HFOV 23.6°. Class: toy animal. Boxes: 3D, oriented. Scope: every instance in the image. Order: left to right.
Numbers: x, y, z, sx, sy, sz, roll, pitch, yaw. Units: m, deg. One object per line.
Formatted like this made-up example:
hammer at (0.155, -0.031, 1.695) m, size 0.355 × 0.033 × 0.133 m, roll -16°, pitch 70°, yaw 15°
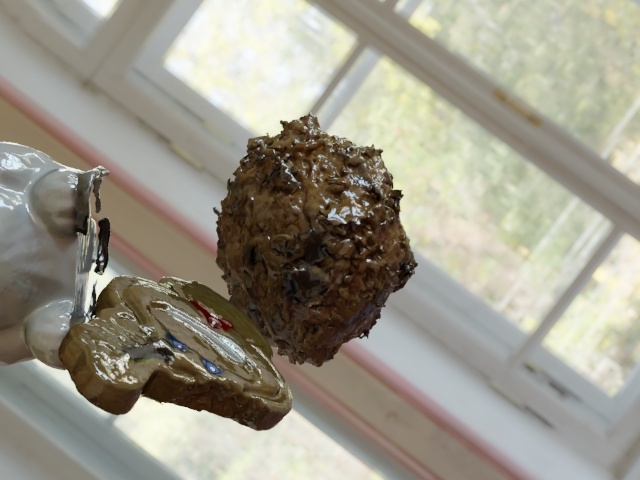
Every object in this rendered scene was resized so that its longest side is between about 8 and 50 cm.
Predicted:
toy animal at (-0.362, 0.007, 1.306) m, size 0.258 × 0.357 × 0.193 m, roll 120°, pitch 154°, yaw -82°

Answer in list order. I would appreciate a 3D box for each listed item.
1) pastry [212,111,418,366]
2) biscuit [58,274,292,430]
pastry at (0.000, 0.000, 1.673) m, size 0.193 × 0.274 × 0.275 m, roll -5°, pitch -32°, yaw -26°
biscuit at (-0.118, 0.093, 1.290) m, size 0.047 × 0.183 × 0.320 m, roll -57°, pitch -22°, yaw 14°
